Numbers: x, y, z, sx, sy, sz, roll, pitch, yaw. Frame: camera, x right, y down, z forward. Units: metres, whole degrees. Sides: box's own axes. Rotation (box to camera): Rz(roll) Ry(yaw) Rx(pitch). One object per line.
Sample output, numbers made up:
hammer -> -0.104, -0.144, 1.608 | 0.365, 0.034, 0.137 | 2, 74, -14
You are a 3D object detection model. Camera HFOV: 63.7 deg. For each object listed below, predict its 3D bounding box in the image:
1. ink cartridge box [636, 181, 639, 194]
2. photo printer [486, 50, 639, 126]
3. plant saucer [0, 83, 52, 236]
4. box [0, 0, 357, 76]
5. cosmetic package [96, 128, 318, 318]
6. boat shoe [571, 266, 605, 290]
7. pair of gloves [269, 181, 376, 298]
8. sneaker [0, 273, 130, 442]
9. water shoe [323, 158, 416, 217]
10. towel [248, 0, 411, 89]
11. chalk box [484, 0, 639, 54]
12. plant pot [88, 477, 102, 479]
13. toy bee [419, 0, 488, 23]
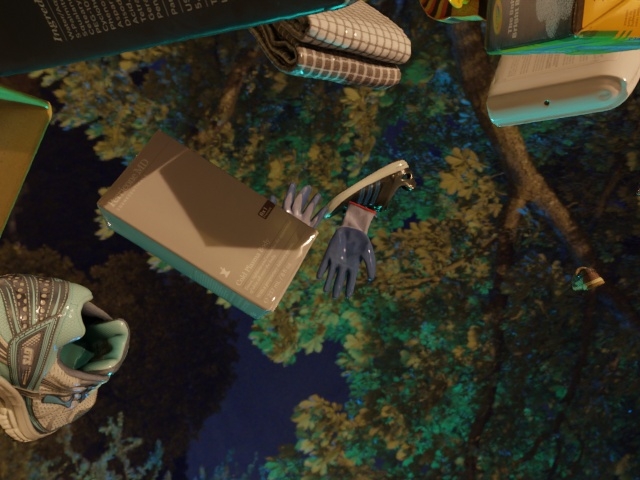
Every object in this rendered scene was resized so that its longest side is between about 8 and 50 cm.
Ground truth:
ink cartridge box -> 0.652, -0.207, 0.714 | 0.323, 0.072, 0.330 | -65, -168, -7
photo printer -> 0.568, -0.388, 1.198 | 0.308, 0.256, 0.107 | -3, -46, 35
plant saucer -> -0.582, -0.099, 0.756 | 0.333, 0.081, 0.332 | -37, 152, -85
box -> -0.110, -0.313, 0.458 | 0.396, 0.293, 0.211 | 2, -55, 30
cosmetic package -> -0.140, -0.015, 0.652 | 0.127, 0.238, 0.107 | -61, -172, -20
boat shoe -> 0.587, 0.081, 1.139 | 0.056, 0.152, 0.049 | -21, -100, 9
pair of gloves -> 0.000, 0.000, 0.811 | 0.023, 0.198, 0.159 | 110, 0, -79
sneaker -> -0.242, 0.121, 0.489 | 0.283, 0.122, 0.110 | 104, -19, -60
water shoe -> 0.100, -0.087, 1.039 | 0.080, 0.203, 0.073 | 59, 0, -2
towel -> -0.005, -0.382, 0.943 | 0.283, 0.235, 0.121 | 54, -45, 38
chalk box -> 0.230, -0.231, 0.441 | 0.213, 0.132, 0.132 | -104, -167, -72
plant pot -> -0.365, 0.451, 0.644 | 0.271, 0.255, 0.271 | 54, -17, 26
toy bee -> 0.326, -0.479, 1.023 | 0.298, 0.196, 0.162 | -169, -107, -68
